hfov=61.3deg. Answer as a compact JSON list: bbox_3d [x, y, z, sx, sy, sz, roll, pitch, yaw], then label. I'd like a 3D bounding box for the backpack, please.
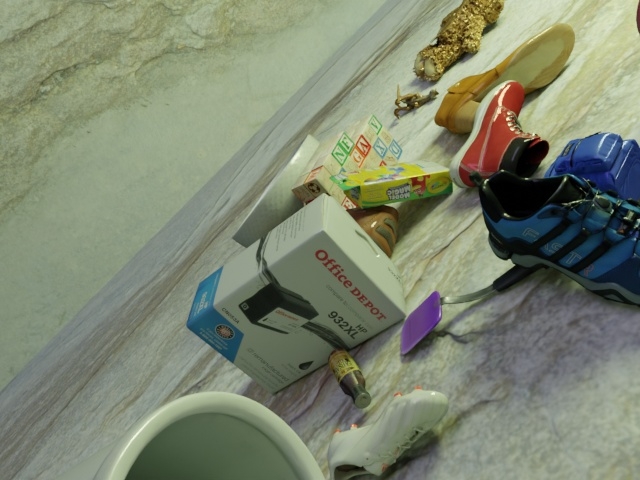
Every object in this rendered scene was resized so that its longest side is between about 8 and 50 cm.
[{"bbox_3d":[0.375,-0.094,0.756,0.098,0.101,0.120,-47,19,-24],"label":"backpack"}]

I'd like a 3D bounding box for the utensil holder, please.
[{"bbox_3d":[-0.215,0.395,0.606,0.386,0.327,0.327,-33,25,26],"label":"utensil holder"}]

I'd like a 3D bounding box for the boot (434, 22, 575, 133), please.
[{"bbox_3d":[0.383,-0.355,1.181,0.295,0.104,0.211,-46,23,7],"label":"boot"}]

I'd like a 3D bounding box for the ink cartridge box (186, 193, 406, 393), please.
[{"bbox_3d":[-0.040,0.101,0.942,0.307,0.223,0.129,-35,25,21],"label":"ink cartridge box"}]

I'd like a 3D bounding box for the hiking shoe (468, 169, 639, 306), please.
[{"bbox_3d":[0.316,-0.011,0.631,0.304,0.132,0.113,12,60,47],"label":"hiking shoe"}]

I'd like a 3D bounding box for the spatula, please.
[{"bbox_3d":[0.232,0.073,0.791,0.296,0.030,0.084,-33,21,23],"label":"spatula"}]

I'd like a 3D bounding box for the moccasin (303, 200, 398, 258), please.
[{"bbox_3d":[-0.002,-0.002,1.166,0.380,0.139,0.147,-20,32,43],"label":"moccasin"}]

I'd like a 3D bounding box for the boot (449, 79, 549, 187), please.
[{"bbox_3d":[0.360,-0.203,0.987,0.176,0.088,0.244,1,58,59],"label":"boot"}]

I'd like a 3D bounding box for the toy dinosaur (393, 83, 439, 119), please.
[{"bbox_3d":[0.253,-0.400,1.549,0.112,0.064,0.211,-32,28,-20],"label":"toy dinosaur"}]

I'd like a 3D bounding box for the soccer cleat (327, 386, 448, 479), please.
[{"bbox_3d":[0.086,0.255,0.687,0.196,0.068,0.076,-39,27,29],"label":"soccer cleat"}]

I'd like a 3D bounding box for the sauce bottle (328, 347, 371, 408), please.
[{"bbox_3d":[0.046,0.214,0.842,0.042,0.042,0.128,-44,23,-1],"label":"sauce bottle"}]

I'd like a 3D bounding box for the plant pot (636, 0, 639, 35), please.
[{"bbox_3d":[0.554,-0.290,0.702,0.201,0.201,0.180,-31,42,28],"label":"plant pot"}]

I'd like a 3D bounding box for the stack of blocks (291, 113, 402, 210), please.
[{"bbox_3d":[0.072,-0.172,1.293,0.087,0.171,0.297,-18,34,46],"label":"stack of blocks"}]

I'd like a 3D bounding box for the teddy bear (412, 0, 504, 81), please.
[{"bbox_3d":[0.409,-0.601,1.585,0.338,0.113,0.245,-54,17,-5],"label":"teddy bear"}]

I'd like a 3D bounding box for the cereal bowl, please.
[{"bbox_3d":[-0.078,-0.102,1.412,0.339,0.141,0.339,-51,10,13],"label":"cereal bowl"}]

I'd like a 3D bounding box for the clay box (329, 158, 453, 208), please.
[{"bbox_3d":[0.139,-0.115,1.095,0.222,0.053,0.127,-11,21,-10],"label":"clay box"}]
